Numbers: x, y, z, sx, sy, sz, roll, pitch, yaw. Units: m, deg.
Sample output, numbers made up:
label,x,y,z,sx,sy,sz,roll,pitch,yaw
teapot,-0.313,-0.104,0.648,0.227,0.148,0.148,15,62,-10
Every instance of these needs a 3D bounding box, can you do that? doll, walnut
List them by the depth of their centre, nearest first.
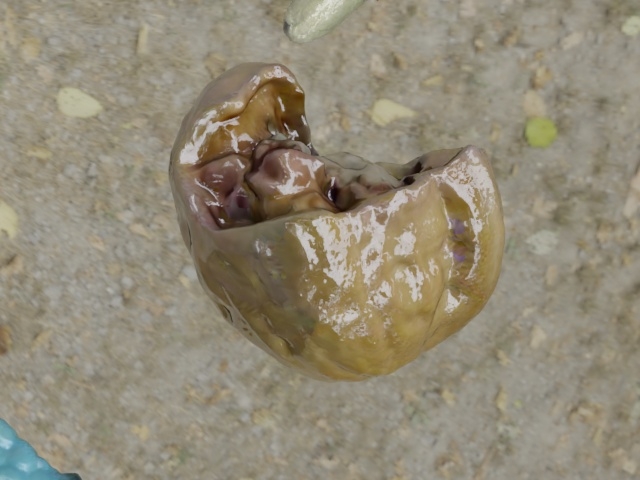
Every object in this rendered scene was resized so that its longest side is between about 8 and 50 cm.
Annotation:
label,x,y,z,sx,sy,sz,roll,pitch,yaw
walnut,-0.006,0.008,0.768,0.141,0.238,0.204,-45,154,-54
doll,0.076,-0.308,1.262,0.278,0.175,0.149,-40,130,11

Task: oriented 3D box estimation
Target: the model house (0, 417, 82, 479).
label,x,y,z,sx,sy,sz,roll,pitch,yaw
model house,-0.245,0.324,0.879,0.226,0.241,0.261,-45,158,-35
